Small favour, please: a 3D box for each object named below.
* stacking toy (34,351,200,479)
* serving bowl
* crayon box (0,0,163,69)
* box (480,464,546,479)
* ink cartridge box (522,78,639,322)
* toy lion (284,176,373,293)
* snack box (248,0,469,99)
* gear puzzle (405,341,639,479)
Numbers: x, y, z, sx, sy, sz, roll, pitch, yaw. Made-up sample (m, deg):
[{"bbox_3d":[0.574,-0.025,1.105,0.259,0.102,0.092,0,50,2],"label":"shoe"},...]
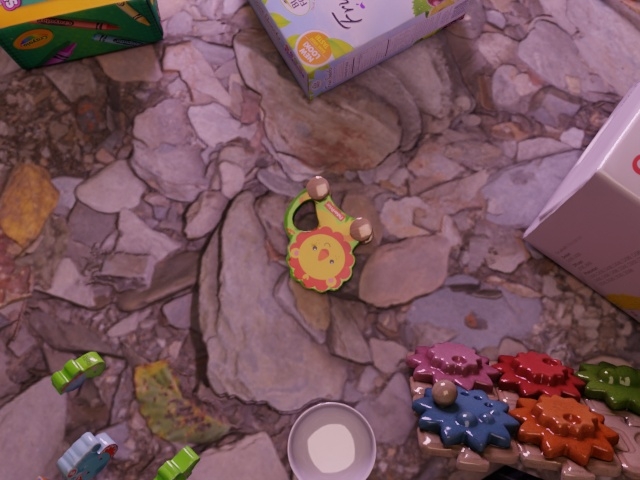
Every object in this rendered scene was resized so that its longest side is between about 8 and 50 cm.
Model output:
[{"bbox_3d":[-0.236,0.228,0.584,0.167,0.052,0.221,37,73,27],"label":"stacking toy"},{"bbox_3d":[0.011,0.197,0.618,0.083,0.027,0.084,0,76,0],"label":"serving bowl"},{"bbox_3d":[-0.287,-0.347,0.727,0.165,0.081,0.279,-13,77,-2],"label":"crayon box"},{"bbox_3d":[0.116,0.289,0.532,0.207,0.153,0.108,-29,78,-5],"label":"box"},{"bbox_3d":[0.369,-0.020,0.581,0.270,0.197,0.198,37,79,9],"label":"ink cartridge box"},{"bbox_3d":[0.000,0.000,0.668,0.096,0.034,0.100,-45,80,-2],"label":"toy lion"},{"bbox_3d":[0.033,-0.281,0.715,0.207,0.070,0.175,-30,78,-5],"label":"snack box"},{"bbox_3d":[0.246,0.141,0.561,0.338,0.175,0.044,6,108,2],"label":"gear puzzle"}]
